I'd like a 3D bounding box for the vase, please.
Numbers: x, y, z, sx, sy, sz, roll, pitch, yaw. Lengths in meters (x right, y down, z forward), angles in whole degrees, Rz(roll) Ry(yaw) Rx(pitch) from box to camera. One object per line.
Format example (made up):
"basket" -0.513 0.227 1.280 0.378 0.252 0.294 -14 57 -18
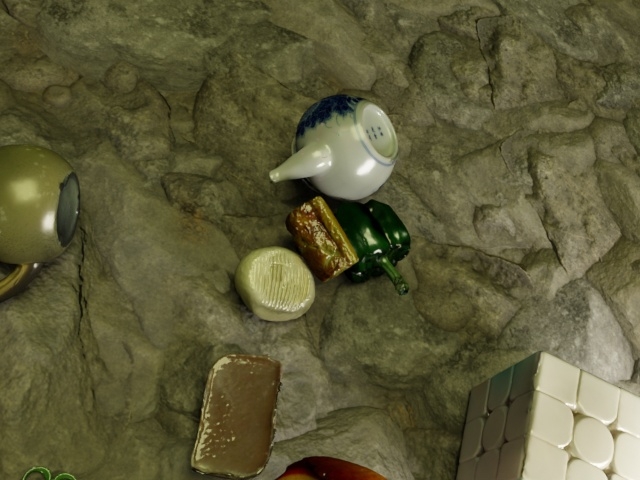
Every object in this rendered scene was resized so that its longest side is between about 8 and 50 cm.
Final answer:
"vase" -0.653 -0.036 1.484 0.302 0.241 0.329 8 87 -3

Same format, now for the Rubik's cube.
"Rubik's cube" 0.487 0.451 1.585 0.292 0.290 0.291 25 58 -8

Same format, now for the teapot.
"teapot" 0.035 -0.209 1.792 0.424 0.280 0.252 -28 95 -53

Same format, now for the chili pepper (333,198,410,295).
"chili pepper" 0.123 0.029 1.751 0.174 0.165 0.261 -5 63 -44

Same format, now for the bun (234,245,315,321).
"bun" -0.103 0.098 1.667 0.188 0.111 0.164 8 73 -25

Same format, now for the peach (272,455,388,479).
"peach" 0.041 0.598 1.321 0.310 0.335 0.406 37 35 -38

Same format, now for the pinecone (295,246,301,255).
"pinecone" -0.025 0.001 1.764 0.077 0.077 0.083 -5 83 -23

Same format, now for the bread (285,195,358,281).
"bread" 0.000 0.000 1.660 0.103 0.132 0.172 -30 86 -15

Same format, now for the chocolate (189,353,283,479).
"chocolate" -0.162 0.359 1.516 0.161 0.083 0.261 9 59 4

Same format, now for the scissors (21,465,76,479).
"scissors" -0.509 0.510 1.338 0.101 0.027 0.204 18 57 -9
